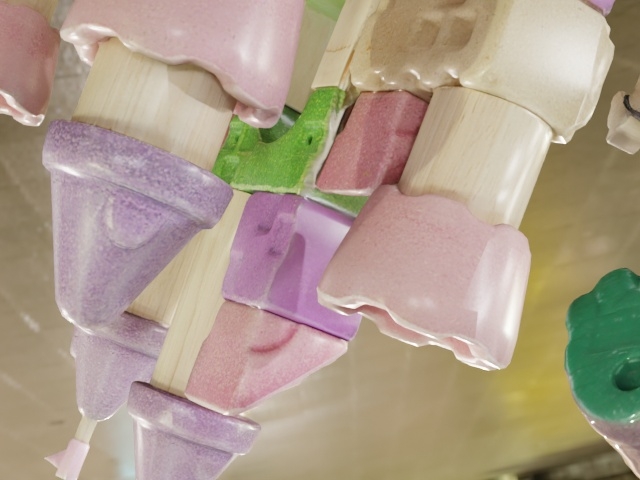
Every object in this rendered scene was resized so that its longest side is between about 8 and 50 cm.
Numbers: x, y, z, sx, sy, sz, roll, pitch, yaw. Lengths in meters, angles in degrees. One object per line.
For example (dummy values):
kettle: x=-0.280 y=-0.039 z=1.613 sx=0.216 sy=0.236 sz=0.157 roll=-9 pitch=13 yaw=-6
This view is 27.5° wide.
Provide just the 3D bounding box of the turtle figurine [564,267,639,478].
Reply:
turtle figurine: x=0.166 y=0.093 z=0.356 sx=0.175 sy=0.118 sz=0.234 roll=-26 pitch=125 yaw=17

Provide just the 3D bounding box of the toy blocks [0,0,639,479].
toy blocks: x=0.000 y=0.000 z=0.513 sx=0.309 sy=0.260 sz=0.288 roll=23 pitch=173 yaw=-29
